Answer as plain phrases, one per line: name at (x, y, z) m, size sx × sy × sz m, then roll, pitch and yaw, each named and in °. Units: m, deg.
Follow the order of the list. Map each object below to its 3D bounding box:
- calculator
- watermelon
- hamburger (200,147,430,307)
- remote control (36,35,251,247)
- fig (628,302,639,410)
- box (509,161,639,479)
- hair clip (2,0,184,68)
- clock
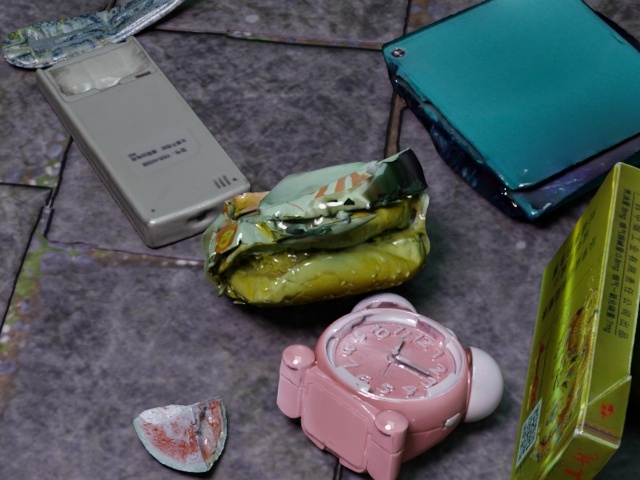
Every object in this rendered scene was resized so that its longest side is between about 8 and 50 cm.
calculator at (0.223, -0.148, 1.957) m, size 0.248 × 0.058 × 0.274 m, roll -27°, pitch 53°, yaw -23°
watermelon at (-0.123, 0.161, 1.679) m, size 0.085 × 0.061 × 0.085 m, roll 6°, pitch 49°, yaw -7°
hamburger at (0.000, -0.001, 1.743) m, size 0.214 × 0.125 × 0.235 m, roll -21°, pitch 12°, yaw -14°
remote control at (-0.184, -0.107, 1.946) m, size 0.123 × 0.038 × 0.285 m, roll -24°, pitch 50°, yaw -21°
fig at (0.367, 0.133, 1.683) m, size 0.259 × 0.151 × 0.151 m, roll 46°, pitch 59°, yaw 2°
box at (0.225, 0.097, 1.656) m, size 0.043 × 0.173 × 0.311 m, roll 20°, pitch 48°, yaw -5°
hair clip at (-0.233, -0.234, 2.059) m, size 0.229 × 0.036 × 0.066 m, roll -22°, pitch 46°, yaw -10°
clock at (0.063, 0.128, 1.696) m, size 0.166 × 0.092 × 0.162 m, roll 33°, pitch 47°, yaw 31°
